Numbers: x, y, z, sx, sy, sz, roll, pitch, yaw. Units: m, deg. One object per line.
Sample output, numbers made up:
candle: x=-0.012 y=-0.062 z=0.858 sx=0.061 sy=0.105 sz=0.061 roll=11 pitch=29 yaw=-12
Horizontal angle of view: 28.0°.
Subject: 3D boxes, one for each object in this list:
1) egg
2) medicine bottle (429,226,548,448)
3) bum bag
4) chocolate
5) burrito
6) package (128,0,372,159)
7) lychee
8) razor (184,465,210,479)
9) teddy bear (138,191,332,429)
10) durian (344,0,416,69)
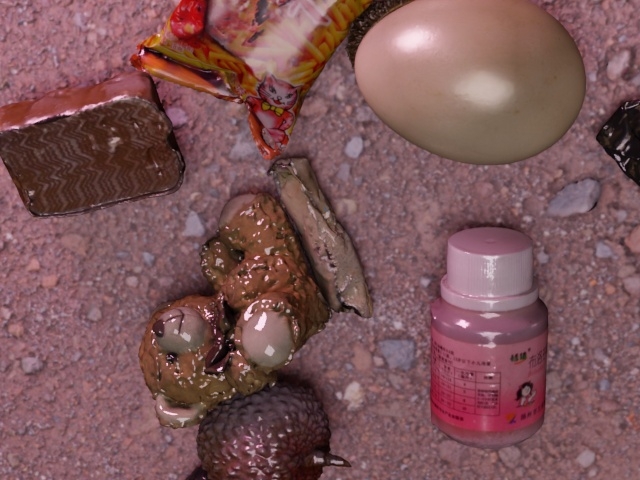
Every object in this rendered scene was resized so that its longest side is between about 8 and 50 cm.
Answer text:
egg: x=0.162 y=-0.179 z=1.406 sx=0.254 sy=0.188 sz=0.188 roll=8 pitch=111 yaw=7
medicine bottle: x=0.201 y=0.115 z=1.535 sx=0.147 sy=0.147 sz=0.247 roll=1 pitch=111 yaw=5
bum bag: x=0.423 y=-0.061 z=1.488 sx=0.102 sy=0.069 sz=0.248 roll=-35 pitch=105 yaw=15
chocolate: x=-0.266 y=-0.117 z=1.508 sx=0.214 sy=0.093 sz=0.148 roll=-13 pitch=131 yaw=8
burrito: x=0.002 y=-0.001 z=1.559 sx=0.063 sy=0.058 sz=0.229 roll=-24 pitch=108 yaw=9
package: x=-0.065 y=-0.264 z=1.445 sx=0.223 sy=0.108 sz=0.288 roll=34 pitch=105 yaw=0
lychee: x=-0.059 y=0.255 z=1.596 sx=0.197 sy=0.165 sz=0.165 roll=14 pitch=113 yaw=29
razor: x=-0.119 y=0.361 z=1.701 sx=0.148 sy=0.054 sz=0.090 roll=33 pitch=109 yaw=-6
teddy bear: x=-0.115 y=0.102 z=1.535 sx=0.256 sy=0.267 sz=0.156 roll=-29 pitch=134 yaw=20
durian: x=0.074 y=-0.244 z=1.464 sx=0.066 sy=0.052 sz=0.130 roll=41 pitch=111 yaw=-14
